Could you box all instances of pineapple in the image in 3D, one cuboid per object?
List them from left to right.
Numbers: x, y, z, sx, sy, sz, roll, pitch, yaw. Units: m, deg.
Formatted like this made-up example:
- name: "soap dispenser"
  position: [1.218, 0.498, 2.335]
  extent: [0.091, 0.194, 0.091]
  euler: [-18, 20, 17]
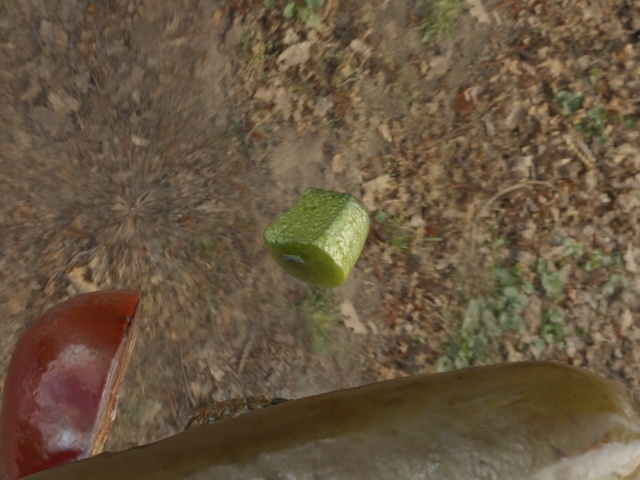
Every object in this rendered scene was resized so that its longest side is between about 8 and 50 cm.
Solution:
- name: "pineapple"
  position: [-0.045, 0.191, 0.946]
  extent: [0.108, 0.198, 0.108]
  euler: [26, 54, -42]

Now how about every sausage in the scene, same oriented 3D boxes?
- name: "sausage"
  position: [-0.039, 0.160, 0.552]
  extent: [0.501, 0.136, 0.123]
  euler: [-12, 86, -16]

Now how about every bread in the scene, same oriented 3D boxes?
- name: "bread"
  position: [0.000, 0.000, 1.317]
  extent: [0.114, 0.129, 0.111]
  euler: [-55, 138, -24]

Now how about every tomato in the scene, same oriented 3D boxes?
- name: "tomato"
  position: [-0.339, 0.213, 1.274]
  extent: [0.144, 0.338, 0.338]
  euler: [13, 89, -6]
